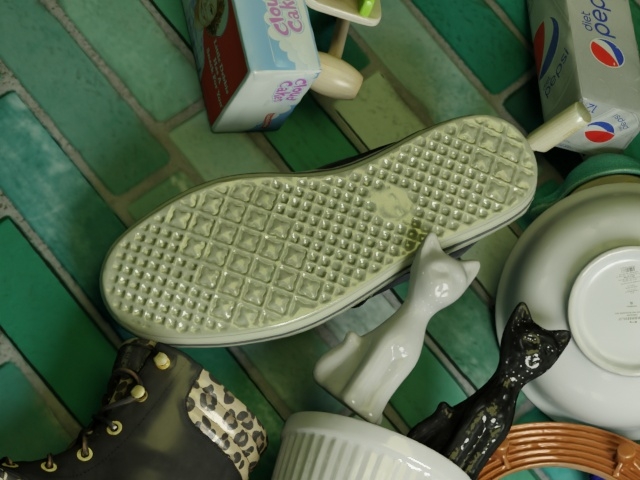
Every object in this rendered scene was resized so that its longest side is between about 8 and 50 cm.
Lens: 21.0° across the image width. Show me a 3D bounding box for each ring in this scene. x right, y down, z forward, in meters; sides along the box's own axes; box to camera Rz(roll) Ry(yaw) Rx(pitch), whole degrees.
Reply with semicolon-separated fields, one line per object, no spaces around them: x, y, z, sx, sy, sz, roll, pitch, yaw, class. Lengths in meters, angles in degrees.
0.255;0.320;1.826;0.337;0.032;0.336;1;46;-1;ring

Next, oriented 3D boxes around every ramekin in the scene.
0.042;0.266;1.751;0.207;0.207;0.109;27;68;-10;ramekin

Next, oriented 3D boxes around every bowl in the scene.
0.343;0.079;1.923;0.298;0.134;0.298;0;88;5;bowl

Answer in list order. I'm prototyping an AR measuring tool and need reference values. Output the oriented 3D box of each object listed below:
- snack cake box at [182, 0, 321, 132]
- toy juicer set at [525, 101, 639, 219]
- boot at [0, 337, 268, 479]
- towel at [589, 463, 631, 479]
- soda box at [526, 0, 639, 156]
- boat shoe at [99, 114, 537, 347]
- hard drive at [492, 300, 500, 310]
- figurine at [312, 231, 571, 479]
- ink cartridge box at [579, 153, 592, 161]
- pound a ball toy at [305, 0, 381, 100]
-0.089;-0.272;1.964;0.089;0.152;0.264;-4;69;-25;snack cake box
0.357;-0.072;2.036;0.329;0.209;0.089;9;53;-21;toy juicer set
-0.242;0.215;1.681;0.377;0.138;0.284;36;59;-9;boot
0.432;0.384;1.948;0.228;0.076;0.308;-7;70;-34;towel
0.325;-0.238;2.131;0.098;0.091;0.286;13;49;-18;soda box
0.000;0.000;1.885;0.500;0.156;0.187;-20;79;-18;boat shoe
0.276;0.104;2.030;0.094;0.022;0.135;-36;85;-32;hard drive
0.133;0.124;1.818;0.215;0.092;0.209;38;84;-16;figurine
0.345;-0.124;2.161;0.048;0.028;0.083;-21;77;-30;ink cartridge box
0.009;-0.340;2.022;0.136;0.208;0.319;17;36;-16;pound a ball toy
